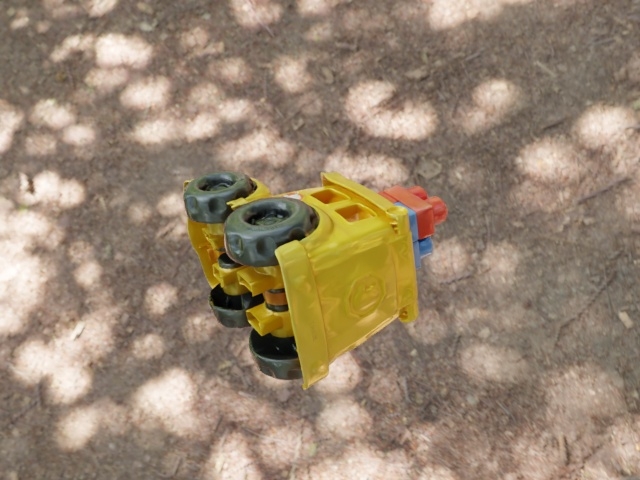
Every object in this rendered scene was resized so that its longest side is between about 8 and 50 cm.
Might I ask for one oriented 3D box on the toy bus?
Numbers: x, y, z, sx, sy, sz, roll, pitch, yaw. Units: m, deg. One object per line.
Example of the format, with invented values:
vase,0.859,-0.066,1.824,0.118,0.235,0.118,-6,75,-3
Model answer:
toy bus,0.000,0.000,0.738,0.211,0.149,0.220,-25,32,-22
